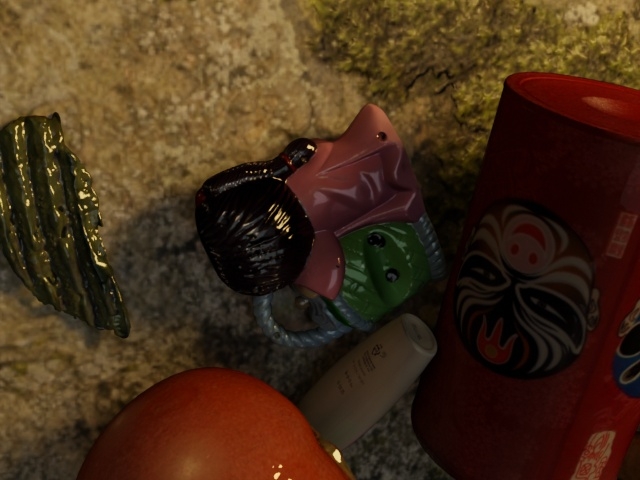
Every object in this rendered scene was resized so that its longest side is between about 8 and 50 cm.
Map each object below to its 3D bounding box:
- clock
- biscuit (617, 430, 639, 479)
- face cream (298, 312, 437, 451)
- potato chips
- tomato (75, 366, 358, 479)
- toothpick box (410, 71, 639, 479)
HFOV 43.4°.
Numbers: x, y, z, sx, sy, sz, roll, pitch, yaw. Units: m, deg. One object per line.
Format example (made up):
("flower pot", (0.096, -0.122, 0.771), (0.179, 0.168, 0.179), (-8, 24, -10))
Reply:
("clock", (0.000, 0.000, 0.723), (0.195, 0.100, 0.194), (-25, 109, -10))
("biscuit", (0.402, 0.282, 0.811), (0.047, 0.334, 0.202), (-38, 120, -46))
("face cream", (0.034, 0.140, 0.746), (0.051, 0.072, 0.182), (15, 128, -41))
("potato chips", (-0.229, -0.003, 0.687), (0.092, 0.028, 0.207), (-17, 104, -13))
("tomato", (-0.084, 0.237, 0.668), (0.224, 0.256, 0.256), (-33, 110, -25))
("toothpick box", (0.214, 0.043, 0.704), (0.204, 0.204, 0.333), (3, 117, -18))
